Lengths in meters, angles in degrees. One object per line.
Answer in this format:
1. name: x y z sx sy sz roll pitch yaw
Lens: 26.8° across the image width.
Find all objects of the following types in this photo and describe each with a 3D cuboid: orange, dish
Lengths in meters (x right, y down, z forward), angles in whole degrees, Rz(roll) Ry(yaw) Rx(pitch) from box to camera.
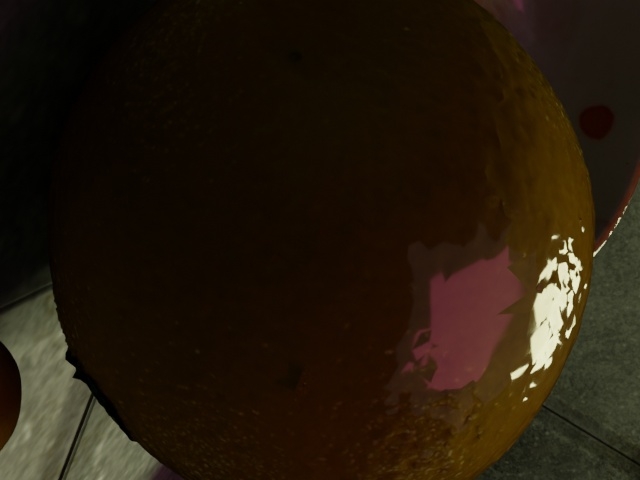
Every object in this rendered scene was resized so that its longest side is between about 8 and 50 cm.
1. orange: 0.000 0.000 0.531 0.236 0.236 0.236 -53 164 -22
2. dish: 0.077 -0.096 0.741 0.260 0.085 0.260 -6 99 -40

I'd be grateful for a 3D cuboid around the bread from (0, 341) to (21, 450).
1. bread: -0.144 0.056 0.505 0.062 0.049 0.103 -55 167 -16
